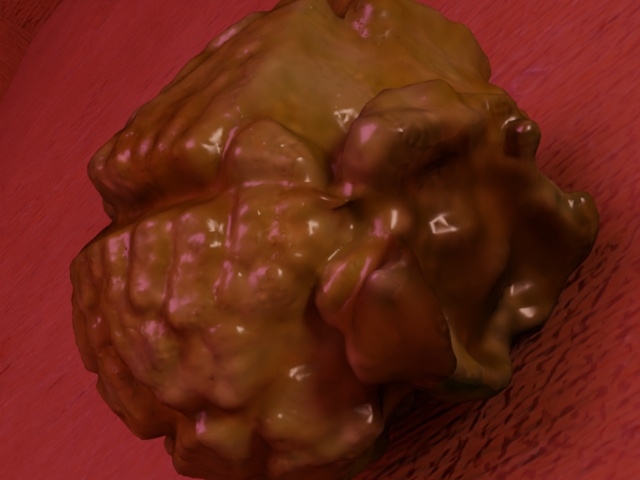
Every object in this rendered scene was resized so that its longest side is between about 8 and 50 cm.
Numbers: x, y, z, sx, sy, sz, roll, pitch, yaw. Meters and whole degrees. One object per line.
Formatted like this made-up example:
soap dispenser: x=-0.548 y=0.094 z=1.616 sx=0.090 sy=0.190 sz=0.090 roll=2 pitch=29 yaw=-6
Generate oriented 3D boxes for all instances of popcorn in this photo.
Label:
popcorn: x=0.000 y=0.000 z=0.652 sx=0.258 sy=0.224 sz=0.270 roll=-39 pitch=20 yaw=21
